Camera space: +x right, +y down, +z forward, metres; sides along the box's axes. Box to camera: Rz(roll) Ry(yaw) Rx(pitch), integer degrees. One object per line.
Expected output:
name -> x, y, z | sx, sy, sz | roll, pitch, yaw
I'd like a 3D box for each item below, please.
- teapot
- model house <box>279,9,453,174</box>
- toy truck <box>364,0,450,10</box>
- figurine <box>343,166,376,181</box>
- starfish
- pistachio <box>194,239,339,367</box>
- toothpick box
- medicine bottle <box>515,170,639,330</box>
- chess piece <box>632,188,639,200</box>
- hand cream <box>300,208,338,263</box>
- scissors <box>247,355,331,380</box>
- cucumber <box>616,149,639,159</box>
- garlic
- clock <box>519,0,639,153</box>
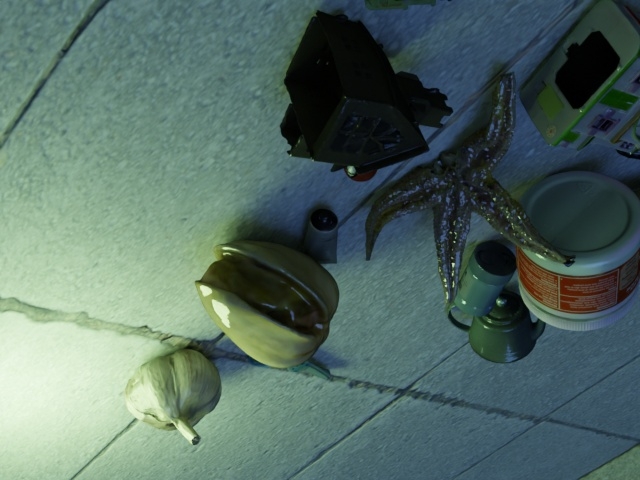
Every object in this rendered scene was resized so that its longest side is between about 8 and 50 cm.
teapot -> 0.420, 0.184, 2.047 | 0.239, 0.162, 0.149 | 5, 138, 18
model house -> 0.082, -0.200, 1.345 | 0.244, 0.211, 0.204 | 5, 139, -28
toy truck -> 0.138, -0.382, 1.249 | 0.169, 0.077, 0.100 | -15, 152, -6
figurine -> 0.074, -0.158, 1.519 | 0.075, 0.068, 0.140 | -18, 150, -6
starfish -> 0.268, -0.064, 1.611 | 0.398, 0.132, 0.383 | -29, 106, 19
pistachio -> -0.094, 0.117, 1.669 | 0.238, 0.229, 0.321 | 8, 158, 44
toothpick box -> 0.365, 0.086, 1.925 | 0.101, 0.101, 0.153 | -4, 142, -19
medicine bottle -> 0.528, 0.020, 1.771 | 0.253, 0.252, 0.240 | -19, 139, 0
chess piece -> 0.764, -0.099, 1.865 | 0.301, 0.137, 0.137 | -29, 144, -8
hand cream -> 0.000, 0.000, 1.701 | 0.087, 0.054, 0.186 | -2, 149, -8
scissors -> -0.058, 0.289, 2.057 | 0.125, 0.030, 0.256 | -34, 139, 22
cucumber -> 0.706, -0.193, 1.746 | 0.245, 0.067, 0.067 | -9, 142, -16
garlic -> -0.314, 0.364, 1.894 | 0.219, 0.212, 0.218 | -14, 138, -13
clock -> 0.554, -0.259, 1.512 | 0.310, 0.166, 0.235 | 8, 136, -33
